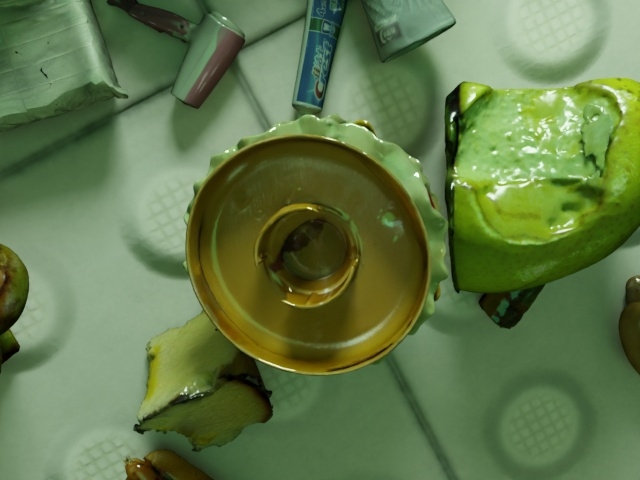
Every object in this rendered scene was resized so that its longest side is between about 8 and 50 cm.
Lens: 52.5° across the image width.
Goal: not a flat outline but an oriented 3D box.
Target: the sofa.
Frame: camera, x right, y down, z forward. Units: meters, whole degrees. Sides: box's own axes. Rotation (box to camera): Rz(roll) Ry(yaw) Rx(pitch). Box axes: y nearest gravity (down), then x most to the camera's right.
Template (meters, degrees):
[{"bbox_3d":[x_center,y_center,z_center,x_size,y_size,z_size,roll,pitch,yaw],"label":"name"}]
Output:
[{"bbox_3d":[-0.334,-0.229,0.655,0.210,0.176,0.225,-16,99,-5],"label":"sofa"}]

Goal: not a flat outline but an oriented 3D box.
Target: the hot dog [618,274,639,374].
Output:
[{"bbox_3d":[0.436,0.118,0.860,0.090,0.060,0.140,-30,107,-6],"label":"hot dog"}]

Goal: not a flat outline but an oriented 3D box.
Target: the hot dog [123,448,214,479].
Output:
[{"bbox_3d":[-0.150,0.350,0.806,0.249,0.076,0.102,42,94,-11],"label":"hot dog"}]

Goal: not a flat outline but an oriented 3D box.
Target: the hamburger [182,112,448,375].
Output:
[{"bbox_3d":[0.000,0.000,0.706,0.274,0.212,0.274,1,99,9],"label":"hamburger"}]

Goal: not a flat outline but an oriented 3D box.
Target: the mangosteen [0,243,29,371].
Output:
[{"bbox_3d":[-0.460,0.076,0.637,0.347,0.307,0.307,22,95,-38],"label":"mangosteen"}]

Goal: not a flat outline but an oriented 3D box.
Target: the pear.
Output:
[{"bbox_3d":[0.265,-0.055,0.717,0.255,0.164,0.238,1,87,13],"label":"pear"}]

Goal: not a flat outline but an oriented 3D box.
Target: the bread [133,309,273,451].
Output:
[{"bbox_3d":[-0.128,0.182,0.743,0.140,0.160,0.169,-26,100,-3],"label":"bread"}]

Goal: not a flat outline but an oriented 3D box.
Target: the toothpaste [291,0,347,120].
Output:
[{"bbox_3d":[-0.003,-0.227,0.770,0.057,0.035,0.197,9,95,-24],"label":"toothpaste"}]

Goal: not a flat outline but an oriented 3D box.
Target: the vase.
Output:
[{"bbox_3d":[0.064,-0.323,0.738,0.096,0.096,0.219,-28,97,-3],"label":"vase"}]

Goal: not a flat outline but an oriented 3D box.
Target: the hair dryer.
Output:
[{"bbox_3d":[-0.175,-0.236,0.747,0.154,0.054,0.106,36,96,0],"label":"hair dryer"}]

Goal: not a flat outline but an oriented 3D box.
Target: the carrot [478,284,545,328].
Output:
[{"bbox_3d":[0.290,-0.004,0.821,0.070,0.070,0.260,32,94,-10],"label":"carrot"}]
